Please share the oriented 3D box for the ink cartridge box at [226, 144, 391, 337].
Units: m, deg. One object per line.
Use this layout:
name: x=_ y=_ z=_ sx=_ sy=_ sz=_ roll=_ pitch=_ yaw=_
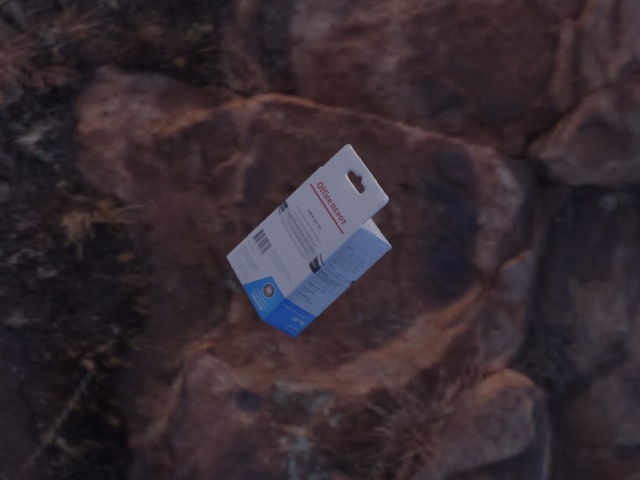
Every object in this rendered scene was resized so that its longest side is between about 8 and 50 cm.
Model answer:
ink cartridge box: x=0.000 y=0.000 z=0.661 sx=0.083 sy=0.048 sz=0.028 roll=-43 pitch=138 yaw=12
